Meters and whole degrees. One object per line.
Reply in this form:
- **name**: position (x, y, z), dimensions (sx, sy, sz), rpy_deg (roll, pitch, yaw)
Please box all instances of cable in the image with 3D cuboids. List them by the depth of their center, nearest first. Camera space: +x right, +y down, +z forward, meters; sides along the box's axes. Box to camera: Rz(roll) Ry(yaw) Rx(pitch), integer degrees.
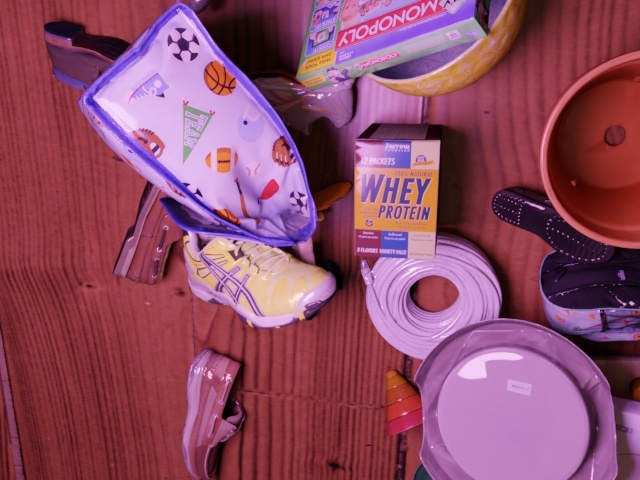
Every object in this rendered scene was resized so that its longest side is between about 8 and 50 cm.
- **cable**: position (0.217, 0.109, 1.162), dimensions (0.257, 0.089, 0.257), rpy_deg (-4, 108, 13)

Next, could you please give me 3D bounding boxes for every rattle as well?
- **rattle**: position (0.000, 0.000, 1.179), dimensions (0.130, 0.143, 0.199), rpy_deg (-5, 102, 61)

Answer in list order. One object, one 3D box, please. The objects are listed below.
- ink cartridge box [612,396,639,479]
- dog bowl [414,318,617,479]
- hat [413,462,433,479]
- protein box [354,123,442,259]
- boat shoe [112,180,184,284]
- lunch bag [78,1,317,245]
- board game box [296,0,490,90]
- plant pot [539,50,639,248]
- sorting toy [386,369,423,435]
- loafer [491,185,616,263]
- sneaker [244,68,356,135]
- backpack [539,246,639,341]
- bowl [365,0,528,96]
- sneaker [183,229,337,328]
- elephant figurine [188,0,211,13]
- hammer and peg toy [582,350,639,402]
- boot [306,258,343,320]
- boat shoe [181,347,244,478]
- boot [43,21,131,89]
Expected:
- **ink cartridge box**: position (0.480, 0.366, 1.072), dimensions (0.233, 0.066, 0.189), rpy_deg (8, 109, 8)
- **dog bowl**: position (0.335, 0.306, 1.045), dimensions (0.349, 0.102, 0.348), rpy_deg (0, 89, 25)
- **hat**: position (0.286, 0.558, 1.240), dimensions (0.173, 0.183, 0.208), rpy_deg (44, 111, -3)
- **protein box**: position (0.141, -0.094, 1.050), dimensions (0.136, 0.201, 0.199), rpy_deg (3, 108, 12)
- **boat shoe**: position (-0.326, -0.046, 1.232), dimensions (0.105, 0.110, 0.307), rpy_deg (21, 114, -21)
- **lunch bag**: position (-0.196, -0.151, 0.998), dimensions (0.239, 0.328, 0.385), rpy_deg (-48, 116, -6)
- **board game box**: position (0.111, -0.367, 0.922), dimensions (0.317, 0.046, 0.213), rpy_deg (-6, 65, 40)
- **plant pot**: position (0.489, -0.155, 0.952), dimensions (0.291, 0.203, 0.290), rpy_deg (4, 109, 11)
- **sorting toy**: position (0.274, 0.271, 1.213), dimensions (0.366, 0.127, 0.126), rpy_deg (-30, 69, 17)
- **loafer**: position (0.412, -0.042, 1.043), dimensions (0.220, 0.078, 0.080), rpy_deg (34, 140, 24)
- **sneaker**: position (-0.064, -0.251, 1.105), dimensions (0.263, 0.099, 0.121), rpy_deg (2, 115, 15)
- **backpack**: position (0.486, 0.091, 1.054), dimensions (0.189, 0.165, 0.144), rpy_deg (-1, 138, 19)
- **bowl**: position (0.211, -0.341, 0.962), dimensions (0.289, 0.289, 0.156), rpy_deg (-40, 139, 21)
- **sneaker**: position (-0.138, 0.054, 1.112), dimensions (0.385, 0.145, 0.147), rpy_deg (8, 126, 40)
- **elephant figurine**: position (-0.101, -0.487, 1.013), dimensions (0.186, 0.169, 0.239), rpy_deg (32, 120, 37)
- **hammer and peg toy**: position (0.592, 0.387, 1.146), dimensions (0.266, 0.127, 0.361), rpy_deg (0, 108, 13)
- **boot**: position (-0.002, 0.101, 1.229), dimensions (0.099, 0.045, 0.121), rpy_deg (-14, 98, 20)
- **boat shoe**: position (-0.235, 0.402, 1.343), dimensions (0.117, 0.123, 0.324), rpy_deg (9, 111, 7)
- **boot**: position (-0.434, -0.343, 1.180), dimensions (0.219, 0.082, 0.106), rpy_deg (22, 133, 0)
